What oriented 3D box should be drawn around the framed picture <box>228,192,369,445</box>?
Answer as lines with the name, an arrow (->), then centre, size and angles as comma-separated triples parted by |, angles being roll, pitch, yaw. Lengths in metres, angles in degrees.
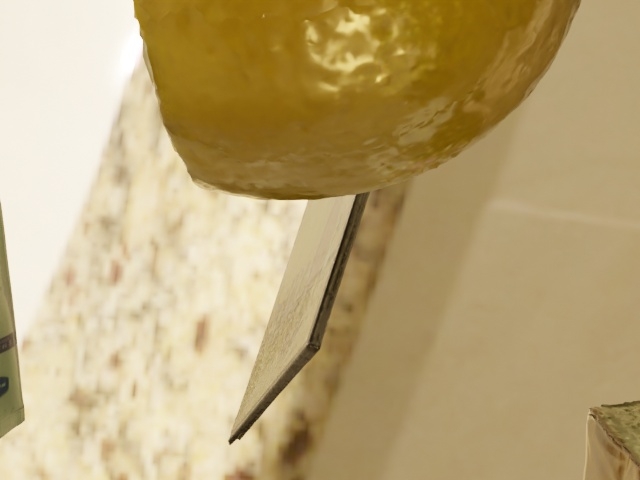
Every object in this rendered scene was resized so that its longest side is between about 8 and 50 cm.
framed picture -> 0.000, 0.000, 1.525 | 0.255, 0.014, 0.339 | 128, 163, -59

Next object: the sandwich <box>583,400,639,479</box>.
sandwich -> 0.328, 0.267, 1.417 | 0.227, 0.155, 0.198 | -125, 33, -68

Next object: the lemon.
lemon -> 0.032, -0.206, 1.168 | 0.364, 0.364, 0.364 | -20, 66, 55

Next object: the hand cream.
hand cream -> -0.376, 0.087, 1.831 | 0.067, 0.109, 0.321 | 18, 122, 29
